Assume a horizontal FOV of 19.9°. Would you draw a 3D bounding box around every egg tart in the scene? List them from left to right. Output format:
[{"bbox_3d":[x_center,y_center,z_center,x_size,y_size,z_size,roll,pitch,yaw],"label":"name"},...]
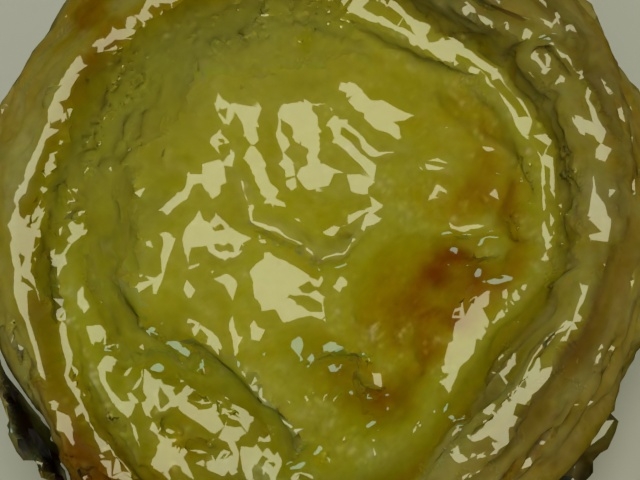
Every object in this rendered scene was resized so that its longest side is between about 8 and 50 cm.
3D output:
[{"bbox_3d":[0.000,0.000,0.710,0.279,0.095,0.279,-1,80,4],"label":"egg tart"}]
